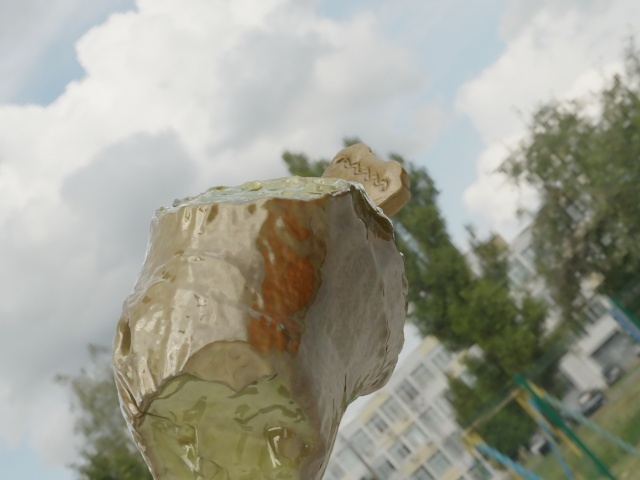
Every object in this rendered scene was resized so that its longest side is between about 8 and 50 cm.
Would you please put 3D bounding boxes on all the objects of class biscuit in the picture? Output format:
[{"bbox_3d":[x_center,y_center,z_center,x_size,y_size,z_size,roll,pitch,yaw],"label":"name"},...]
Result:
[{"bbox_3d":[-0.002,-0.001,1.379,0.249,0.184,0.035,-51,-51,0],"label":"biscuit"}]

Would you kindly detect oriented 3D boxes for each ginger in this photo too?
[{"bbox_3d":[-0.026,0.066,0.686,0.130,0.221,0.276,-12,-4,27],"label":"ginger"}]
